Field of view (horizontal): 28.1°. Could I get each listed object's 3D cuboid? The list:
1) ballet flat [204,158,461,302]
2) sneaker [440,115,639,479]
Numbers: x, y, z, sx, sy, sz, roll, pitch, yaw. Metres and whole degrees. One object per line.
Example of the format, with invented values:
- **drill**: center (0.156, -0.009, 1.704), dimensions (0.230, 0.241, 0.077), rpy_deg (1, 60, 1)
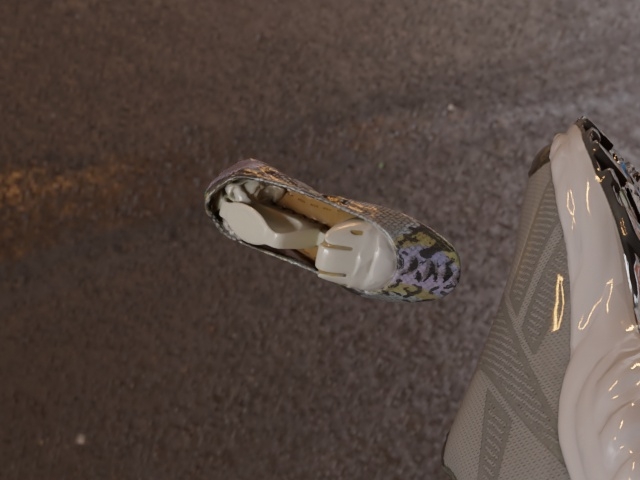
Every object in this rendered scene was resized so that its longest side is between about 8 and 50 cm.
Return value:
- **ballet flat**: center (0.000, 0.000, 0.517), dimensions (0.114, 0.041, 0.041), rpy_deg (22, 37, 23)
- **sneaker**: center (0.089, 0.048, 0.453), dimensions (0.100, 0.108, 0.271), rpy_deg (45, 29, -20)
